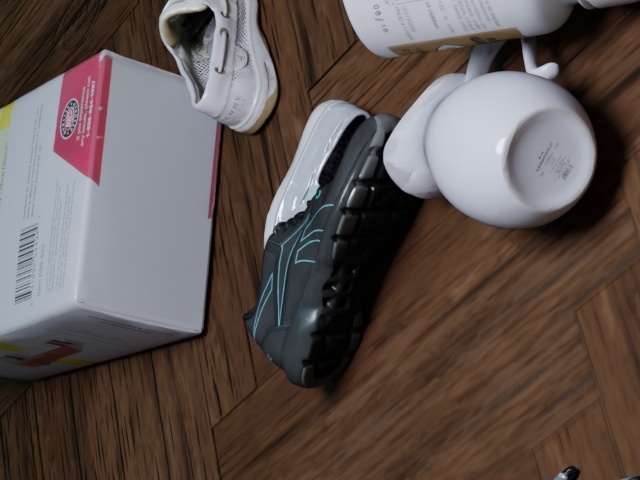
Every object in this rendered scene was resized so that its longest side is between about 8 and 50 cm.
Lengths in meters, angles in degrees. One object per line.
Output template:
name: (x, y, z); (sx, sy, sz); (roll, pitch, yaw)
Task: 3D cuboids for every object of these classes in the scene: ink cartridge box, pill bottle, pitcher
ink cartridge box: (-0.283, -0.013, 2.092); (0.385, 0.160, 0.279); (-18, 64, 51)
pill bottle: (0.142, -0.226, 1.533); (0.229, 0.131, 0.131); (-6, 71, 27)
pitcher: (0.151, -0.102, 1.549); (0.177, 0.125, 0.207); (-64, 23, 0)

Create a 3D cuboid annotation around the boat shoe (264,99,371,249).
boat shoe: (0.004, -0.041, 1.786); (0.063, 0.066, 0.184); (18, 84, 57)

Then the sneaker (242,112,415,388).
sneaker: (0.000, 0.000, 1.703); (0.106, 0.101, 0.267); (35, 113, 34)

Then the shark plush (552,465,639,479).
shark plush: (0.176, 0.197, 1.456); (0.161, 0.073, 0.067); (-39, 18, 48)

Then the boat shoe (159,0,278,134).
boat shoe: (-0.123, -0.231, 2.000); (0.098, 0.096, 0.277); (-53, 40, 31)
